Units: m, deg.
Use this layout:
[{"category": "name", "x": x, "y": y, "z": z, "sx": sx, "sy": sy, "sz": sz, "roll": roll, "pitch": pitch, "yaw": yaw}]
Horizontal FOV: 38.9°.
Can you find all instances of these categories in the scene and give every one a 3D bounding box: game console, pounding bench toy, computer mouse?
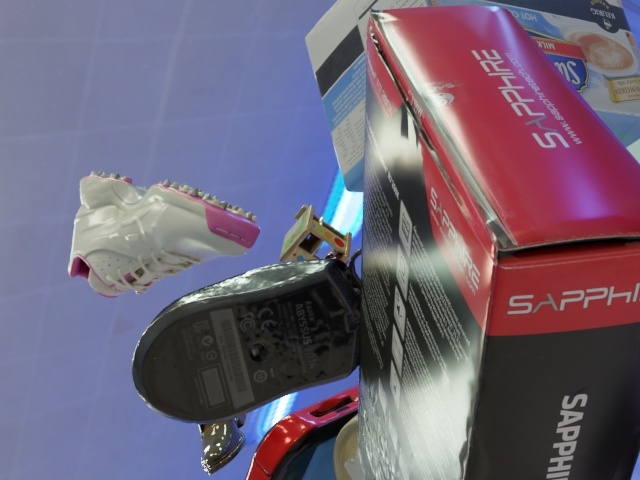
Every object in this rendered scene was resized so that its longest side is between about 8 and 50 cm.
[{"category": "game console", "x": 0.003, "y": 0.373, "z": 1.370, "sx": 0.386, "sy": 0.060, "sz": 0.342, "roll": -10, "pitch": -56, "yaw": -53}, {"category": "pounding bench toy", "x": 0.000, "y": 0.000, "z": 1.005, "sx": 0.065, "sy": 0.083, "sz": 0.052, "roll": 33, "pitch": -60, "yaw": -15}, {"category": "computer mouse", "x": -0.035, "y": 0.087, "z": 0.823, "sx": 0.272, "sy": 0.072, "sz": 0.189, "roll": -11, "pitch": -70, "yaw": -12}]

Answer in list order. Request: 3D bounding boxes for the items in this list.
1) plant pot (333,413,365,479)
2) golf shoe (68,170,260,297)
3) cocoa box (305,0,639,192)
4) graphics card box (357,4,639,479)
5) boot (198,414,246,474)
[{"category": "plant pot", "x": 0.157, "y": 0.289, "z": 1.244, "sx": 0.274, "sy": 0.256, "sz": 0.257, "roll": -2, "pitch": -53, "yaw": -45}, {"category": "golf shoe", "x": -0.179, "y": 0.006, "z": 0.993, "sx": 0.115, "sy": 0.306, "sz": 0.140, "roll": 25, "pitch": -100, "yaw": -39}, {"category": "cocoa box", "x": 0.200, "y": -0.198, "z": 1.118, "sx": 0.347, "sy": 0.228, "sz": 0.231, "roll": 1, "pitch": -25, "yaw": -33}, {"category": "graphics card box", "x": 0.086, "y": 0.081, "z": 0.527, "sx": 0.094, "sy": 0.233, "sz": 0.371, "roll": -6, "pitch": -54, "yaw": -8}, {"category": "boot", "x": -0.172, "y": 0.275, "z": 1.391, "sx": 0.082, "sy": 0.219, "sz": 0.106, "roll": -33, "pitch": -80, "yaw": 2}]
